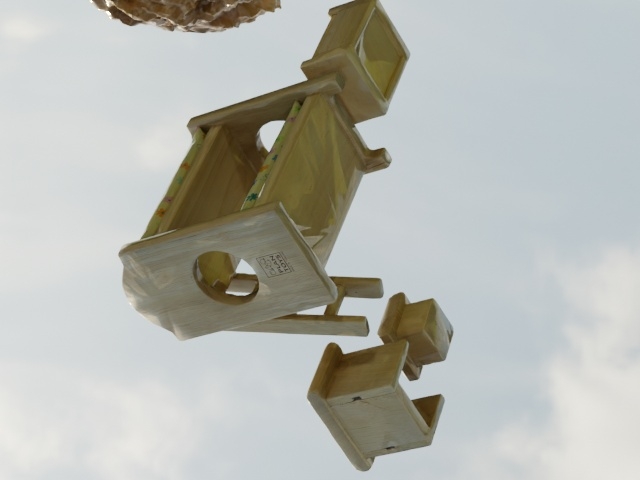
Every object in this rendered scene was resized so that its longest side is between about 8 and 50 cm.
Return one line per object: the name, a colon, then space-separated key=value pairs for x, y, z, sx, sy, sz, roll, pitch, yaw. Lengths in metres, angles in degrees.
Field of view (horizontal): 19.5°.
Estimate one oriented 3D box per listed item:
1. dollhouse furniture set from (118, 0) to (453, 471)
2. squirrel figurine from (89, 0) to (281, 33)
dollhouse furniture set: x=0.000 y=0.000 z=0.948 sx=0.101 sy=0.161 sz=0.182 roll=-15 pitch=-148 yaw=30
squirrel figurine: x=-0.096 y=-0.356 z=1.248 sx=0.397 sy=0.370 sz=0.281 roll=45 pitch=-160 yaw=15
